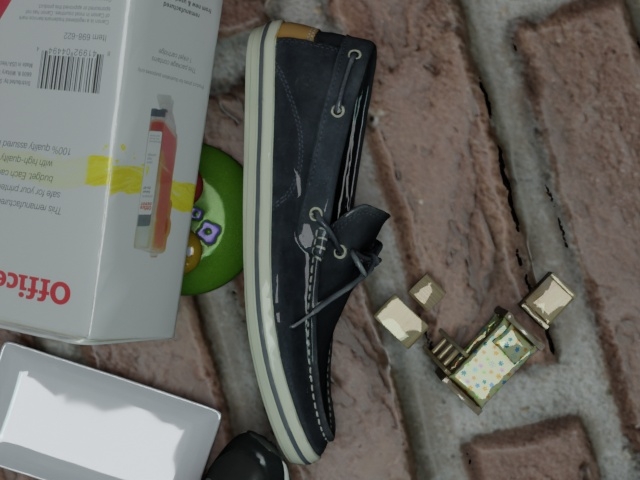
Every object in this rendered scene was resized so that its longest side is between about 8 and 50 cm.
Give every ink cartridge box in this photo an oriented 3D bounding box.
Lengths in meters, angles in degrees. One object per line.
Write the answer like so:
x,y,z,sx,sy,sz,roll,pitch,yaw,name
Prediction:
-0.282,-0.098,1.399,0.279,0.160,0.385,9,91,31,ink cartridge box

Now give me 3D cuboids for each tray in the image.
-0.264,0.225,1.523,0.270,0.030,0.145,18,90,0,tray

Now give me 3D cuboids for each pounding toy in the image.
-0.183,-0.012,1.478,0.236,0.110,0.183,-30,91,0,pounding toy

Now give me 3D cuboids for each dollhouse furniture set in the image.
0.181,0.077,1.486,0.161,0.101,0.182,43,91,-1,dollhouse furniture set

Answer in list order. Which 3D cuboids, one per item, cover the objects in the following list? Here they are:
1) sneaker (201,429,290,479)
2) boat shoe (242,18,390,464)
-0.130,0.344,1.430,0.107,0.124,0.283,34,112,20,sneaker
0.000,0.000,1.446,0.155,0.187,0.501,-1,86,6,boat shoe
